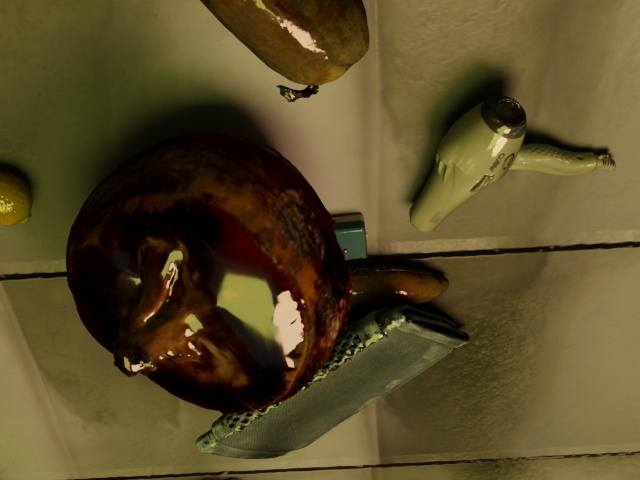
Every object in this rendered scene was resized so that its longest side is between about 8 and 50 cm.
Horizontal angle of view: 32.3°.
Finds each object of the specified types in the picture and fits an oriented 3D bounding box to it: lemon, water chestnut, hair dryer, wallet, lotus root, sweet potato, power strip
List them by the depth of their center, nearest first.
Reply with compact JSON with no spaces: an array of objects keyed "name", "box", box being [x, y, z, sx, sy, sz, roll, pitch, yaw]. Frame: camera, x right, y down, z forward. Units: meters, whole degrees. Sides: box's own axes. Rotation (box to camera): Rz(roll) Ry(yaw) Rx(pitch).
[{"name":"lotus root","box":[-0.045,-0.248,1.076,0.123,0.124,0.241,-10,141,40]},{"name":"water chestnut","box":[-0.136,0.058,1.252,0.350,0.302,0.350,9,122,15]},{"name":"lemon","box":[-0.376,-0.049,1.317,0.062,0.062,0.083,-24,130,21]},{"name":"hair dryer","box":[0.205,-0.073,1.322,0.225,0.088,0.219,17,142,-40]},{"name":"power strip","box":[0.000,0.000,1.401,0.123,0.032,0.056,-6,135,4]},{"name":"sweet potato","box":[0.036,0.060,1.441,0.273,0.075,0.075,-3,136,-4]},{"name":"wallet","box":[0.016,0.190,1.503,0.342,0.075,0.237,-35,157,19]}]

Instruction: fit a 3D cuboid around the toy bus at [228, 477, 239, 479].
[{"name":"toy bus","box":[-0.108,0.444,1.827,0.190,0.075,0.064,9,134,-10]}]
